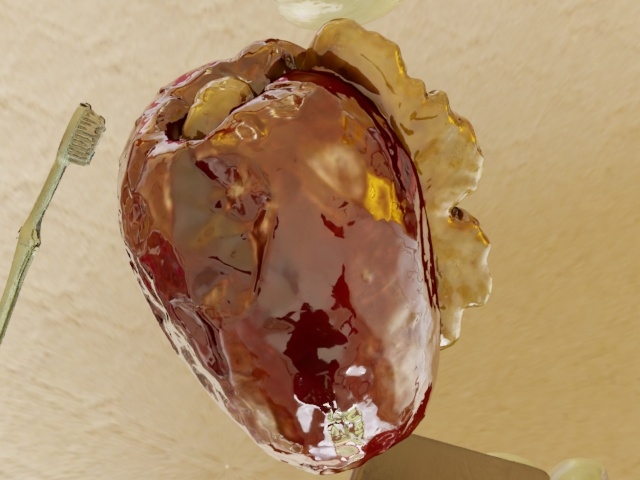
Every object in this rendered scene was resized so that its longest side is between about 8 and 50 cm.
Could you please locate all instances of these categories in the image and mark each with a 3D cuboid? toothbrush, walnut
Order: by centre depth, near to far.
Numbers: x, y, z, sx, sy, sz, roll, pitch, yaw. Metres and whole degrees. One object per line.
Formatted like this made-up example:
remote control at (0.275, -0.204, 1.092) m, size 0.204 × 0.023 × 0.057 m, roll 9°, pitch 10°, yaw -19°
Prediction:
walnut at (0.000, 0.000, 1.129) m, size 0.243 × 0.221 × 0.269 m, roll -30°, pitch 111°, yaw -19°
toothbrush at (-0.232, 0.030, 1.296) m, size 0.028 × 0.026 × 0.294 m, roll 22°, pitch 83°, yaw 15°

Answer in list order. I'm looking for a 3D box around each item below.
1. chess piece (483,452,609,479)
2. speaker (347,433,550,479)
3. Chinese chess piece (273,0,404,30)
chess piece at (0.275, 0.286, 1.624) m, size 0.330 × 0.182 × 0.182 m, roll 6°, pitch 82°, yaw 13°
speaker at (0.084, 0.300, 1.384) m, size 0.192 × 0.153 × 0.231 m, roll 13°, pitch 60°, yaw 13°
Chinese chess piece at (0.002, -0.294, 1.361) m, size 0.103 × 0.250 × 0.250 m, roll -10°, pitch 83°, yaw 15°
